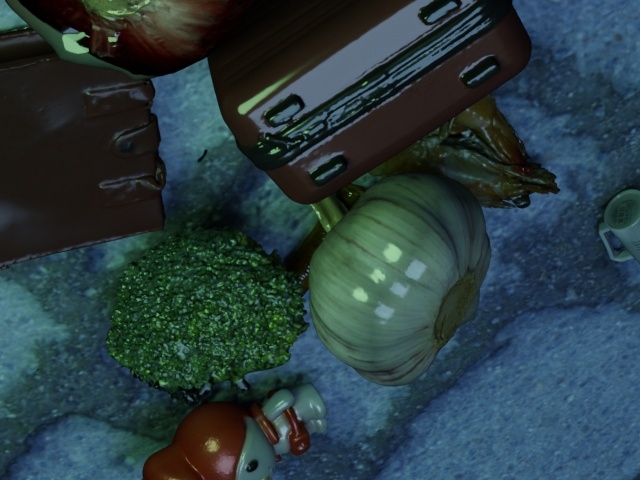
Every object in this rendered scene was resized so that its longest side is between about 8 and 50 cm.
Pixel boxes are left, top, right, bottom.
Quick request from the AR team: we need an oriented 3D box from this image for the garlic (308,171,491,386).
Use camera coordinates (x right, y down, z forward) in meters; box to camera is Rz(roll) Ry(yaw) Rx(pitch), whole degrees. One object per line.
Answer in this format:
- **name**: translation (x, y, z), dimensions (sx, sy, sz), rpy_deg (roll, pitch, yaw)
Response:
- **garlic**: translation (0.058, 0.009, 1.599), dimensions (0.245, 0.253, 0.245), rpy_deg (-40, 154, -25)

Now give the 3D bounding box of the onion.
- **onion**: translation (-0.174, -0.279, 1.308), dimensions (0.272, 0.195, 0.272), rpy_deg (16, 150, 10)

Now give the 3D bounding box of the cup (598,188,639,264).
- **cup**: translation (0.405, -0.006, 1.841), dimensions (0.104, 0.074, 0.116), rpy_deg (-18, 138, 38)

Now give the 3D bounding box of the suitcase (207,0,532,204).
- **suitcase**: translation (0.040, -0.193, 1.419), dimensions (0.297, 0.236, 0.161), rpy_deg (-33, 122, 11)

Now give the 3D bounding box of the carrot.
- **carrot**: translation (0.000, 0.000, 1.712), dimensions (0.042, 0.042, 0.171), rpy_deg (15, 121, -31)

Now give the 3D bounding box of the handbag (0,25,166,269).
- **handbag**: translation (-0.302, -0.099, 1.487), dimensions (0.275, 0.084, 0.260), rpy_deg (-11, 131, -11)

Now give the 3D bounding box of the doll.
- **doll**: translation (-0.128, 0.277, 1.850), dimensions (0.290, 0.130, 0.161), rpy_deg (-26, 149, -16)

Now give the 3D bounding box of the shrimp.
- **shrimp**: translation (0.168, -0.108, 1.661), dimensions (0.294, 0.062, 0.154), rpy_deg (19, 116, -31)

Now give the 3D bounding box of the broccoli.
- **broccoli**: translation (-0.135, 0.086, 1.633), dimensions (0.176, 0.198, 0.226), rpy_deg (4, 147, -30)
